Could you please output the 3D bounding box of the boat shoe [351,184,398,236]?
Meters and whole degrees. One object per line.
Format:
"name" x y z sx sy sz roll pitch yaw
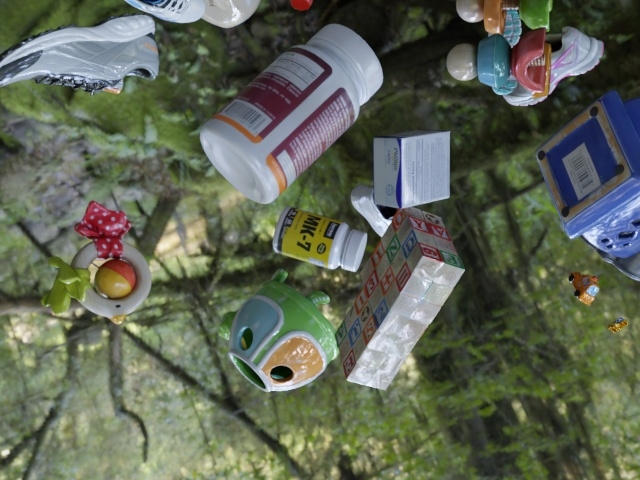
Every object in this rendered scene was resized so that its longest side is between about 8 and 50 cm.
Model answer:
"boat shoe" 0.138 -0.056 1.690 0.063 0.184 0.066 4 -123 46

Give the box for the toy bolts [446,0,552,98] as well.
"toy bolts" 0.302 -0.316 1.390 0.158 0.218 0.229 3 -139 18

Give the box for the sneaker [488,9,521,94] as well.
"sneaker" 0.344 -0.367 1.587 0.064 0.167 0.076 2 -167 -5

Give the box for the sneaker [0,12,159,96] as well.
"sneaker" -0.348 -0.255 1.187 0.271 0.108 0.100 -23 -166 -35

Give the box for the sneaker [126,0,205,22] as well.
"sneaker" -0.280 -0.430 1.453 0.085 0.086 0.237 -51 155 16

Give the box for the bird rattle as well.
"bird rattle" -0.439 0.058 1.663 0.143 0.207 0.254 -41 -165 43

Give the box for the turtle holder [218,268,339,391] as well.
"turtle holder" -0.115 0.212 1.937 0.227 0.320 0.243 -44 153 -21

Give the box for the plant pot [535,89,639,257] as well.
"plant pot" 0.549 -0.127 1.525 0.212 0.236 0.236 6 148 -34

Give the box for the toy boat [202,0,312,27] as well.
"toy boat" -0.154 -0.564 1.742 0.318 0.148 0.267 6 157 8

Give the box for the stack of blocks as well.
"stack of blocks" 0.134 0.105 1.514 0.087 0.171 0.297 18 119 -20

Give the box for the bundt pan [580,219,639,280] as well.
"bundt pan" 0.729 -0.042 1.849 0.330 0.331 0.124 -13 142 -45

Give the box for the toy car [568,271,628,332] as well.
"toy car" 0.462 0.094 1.356 0.040 0.122 0.060 -39 -156 32

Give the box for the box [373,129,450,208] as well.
"box" 0.165 -0.131 1.484 0.137 0.126 0.072 -14 -162 -41

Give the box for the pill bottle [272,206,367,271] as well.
"pill bottle" 0.000 0.000 1.991 0.208 0.119 0.119 16 177 11

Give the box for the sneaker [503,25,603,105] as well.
"sneaker" 0.503 -0.402 1.858 0.111 0.103 0.252 35 135 -23

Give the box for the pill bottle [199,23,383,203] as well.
"pill bottle" -0.057 -0.287 1.820 0.392 0.224 0.224 -45 178 -19
